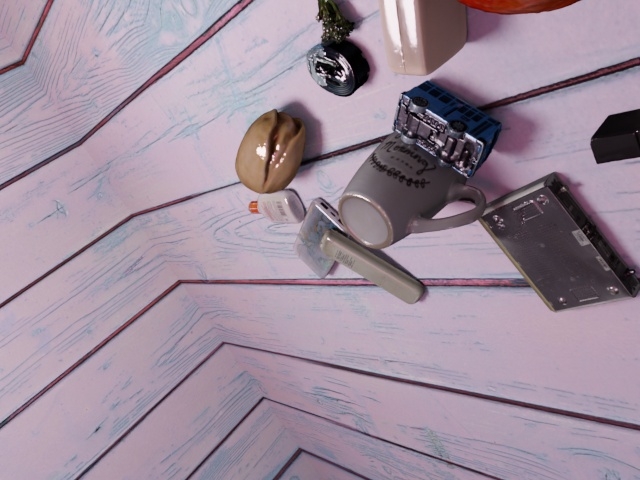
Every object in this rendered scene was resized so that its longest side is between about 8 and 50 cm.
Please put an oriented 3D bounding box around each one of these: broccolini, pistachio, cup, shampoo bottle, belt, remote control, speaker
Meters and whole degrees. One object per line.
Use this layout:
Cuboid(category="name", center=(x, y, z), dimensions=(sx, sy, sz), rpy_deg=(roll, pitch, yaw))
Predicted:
Cuboid(category="broccolini", center=(-0.009, -0.471, 1.030), dimensions=(0.073, 0.058, 0.201), rpy_deg=(-16, 113, 49))
Cuboid(category="pistachio", center=(-0.130, -0.216, 1.372), dimensions=(0.162, 0.182, 0.293), rpy_deg=(12, 154, -12))
Cuboid(category="cup", center=(0.184, -0.086, 1.057), dimensions=(0.257, 0.234, 0.187), rpy_deg=(27, 144, 27))
Cuboid(category="shampoo bottle", center=(-0.139, -0.100, 1.611), dimensions=(0.220, 0.051, 0.108), rpy_deg=(4, 129, 50))
Cuboid(category="belt", center=(0.032, -0.356, 1.107), dimensions=(0.140, 0.058, 0.105), rpy_deg=(31, 145, 27))
Cuboid(category="remote control", center=(0.133, 0.072, 1.436), dimensions=(0.309, 0.038, 0.090), rpy_deg=(31, 143, 9))
Cuboid(category="speaker", center=(0.494, -0.157, 0.735), dimensions=(0.218, 0.082, 0.044), rpy_deg=(-3, 123, 53))

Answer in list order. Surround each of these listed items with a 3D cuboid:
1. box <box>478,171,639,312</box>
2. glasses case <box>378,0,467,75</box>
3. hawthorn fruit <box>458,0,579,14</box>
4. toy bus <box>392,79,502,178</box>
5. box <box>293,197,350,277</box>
Cuboid(category="box", center=(0.445, 0.015, 1.025), dimensions=(0.270, 0.045, 0.210), rpy_deg=(51, 150, -5))
Cuboid(category="glasses case", center=(0.145, -0.429, 0.804), dimensions=(0.076, 0.144, 0.337), rpy_deg=(20, 138, 38))
Cuboid(category="hawthorn fruit", center=(0.233, -0.406, 0.643), dimensions=(0.287, 0.287, 0.330), rpy_deg=(56, 174, -14))
Cuboid(category="toy bus", center=(0.232, -0.206, 0.981), dimensions=(0.184, 0.106, 0.090), rpy_deg=(40, 145, 23))
Cuboid(category="box", center=(0.000, 0.000, 1.562), dimensions=(0.142, 0.044, 0.285), rpy_deg=(45, 149, 13))
